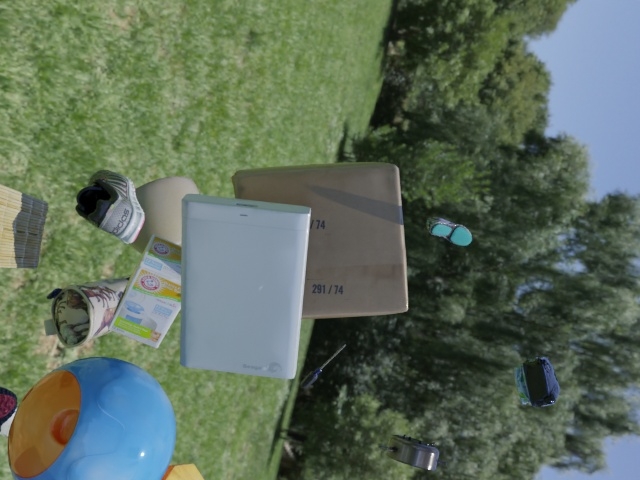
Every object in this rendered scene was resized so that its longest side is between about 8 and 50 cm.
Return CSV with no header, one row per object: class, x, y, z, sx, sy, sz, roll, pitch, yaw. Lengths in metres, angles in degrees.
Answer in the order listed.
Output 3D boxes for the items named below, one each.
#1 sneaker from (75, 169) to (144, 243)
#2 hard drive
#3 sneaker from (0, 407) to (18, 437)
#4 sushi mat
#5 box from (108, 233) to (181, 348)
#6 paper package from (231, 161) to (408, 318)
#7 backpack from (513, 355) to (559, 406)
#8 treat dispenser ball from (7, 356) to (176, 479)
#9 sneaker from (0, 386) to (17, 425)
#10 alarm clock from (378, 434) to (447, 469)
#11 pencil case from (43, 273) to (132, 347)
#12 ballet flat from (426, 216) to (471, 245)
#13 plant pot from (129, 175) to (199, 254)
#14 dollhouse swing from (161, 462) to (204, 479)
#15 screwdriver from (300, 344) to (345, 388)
sneaker,-0.296,-0.060,0.872,0.063,0.075,0.170,-51,-138,7
hard drive,-0.130,0.082,1.070,0.040,0.203,0.307,-80,176,-67
sneaker,-0.878,0.486,1.772,0.085,0.086,0.237,-42,147,-19
sushi mat,-0.596,-0.022,1.246,0.316,0.019,0.151,147,-48,-83
box,-0.337,0.105,1.311,0.203,0.114,0.103,-54,-161,33
paper package,0.000,0.000,1.296,0.168,0.325,0.309,-93,179,-84
backpack,0.477,0.310,1.421,0.114,0.084,0.105,5,71,-61
treat dispenser ball,-0.409,0.356,1.165,0.288,0.288,0.288,13,90,-87
sneaker,-0.785,0.359,1.352,0.125,0.262,0.104,4,-80,53
alarm clock,0.218,0.526,1.609,0.129,0.192,0.064,4,-101,52
pencil case,-0.539,0.167,1.754,0.410,0.183,0.160,-15,99,-62
ballet flat,0.245,-0.022,1.232,0.041,0.114,0.041,-24,-123,45
plant pot,-0.480,-0.041,2.004,0.191,0.284,0.284,59,-13,18
dollhouse swing,-0.346,0.668,1.299,0.315,0.305,0.347,-29,-164,37
screwdriver,0.009,0.309,1.586,0.170,0.024,0.025,-46,165,18
